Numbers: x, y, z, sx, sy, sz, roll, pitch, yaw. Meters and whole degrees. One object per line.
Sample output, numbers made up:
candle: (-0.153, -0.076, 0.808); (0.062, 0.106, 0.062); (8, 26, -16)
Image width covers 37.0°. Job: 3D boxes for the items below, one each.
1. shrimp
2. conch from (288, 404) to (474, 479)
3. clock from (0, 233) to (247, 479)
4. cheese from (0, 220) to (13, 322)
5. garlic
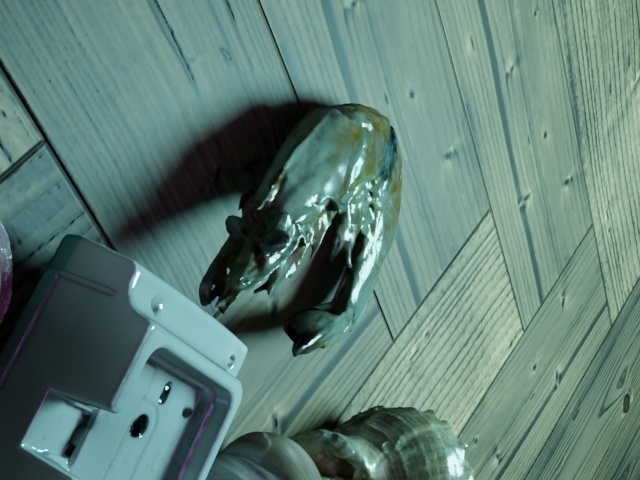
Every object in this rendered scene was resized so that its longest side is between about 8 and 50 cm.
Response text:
shrimp: (0.000, 0.000, 0.913); (0.360, 0.085, 0.247); (-39, 130, -54)
conch: (0.051, 0.264, 1.028); (0.245, 0.163, 0.178); (11, 75, -23)
clock: (-0.158, 0.161, 0.734); (0.262, 0.116, 0.231); (-64, 150, -14)
cheese: (-0.280, 0.075, 0.606); (0.189, 0.074, 0.286); (-13, 124, -47)
garlic: (-0.049, 0.317, 0.883); (0.207, 0.207, 0.256); (-30, 79, -44)
